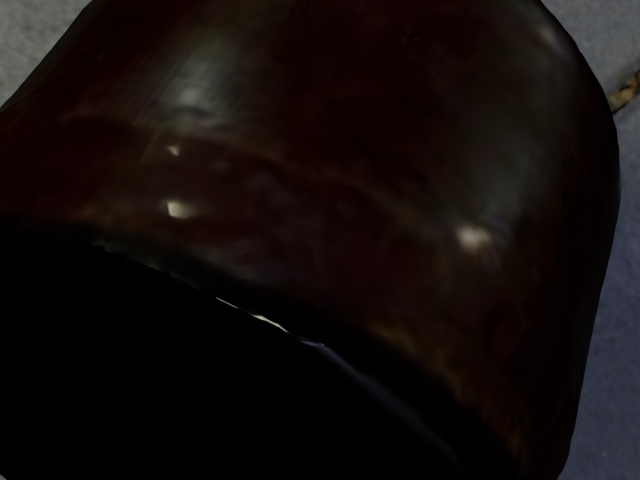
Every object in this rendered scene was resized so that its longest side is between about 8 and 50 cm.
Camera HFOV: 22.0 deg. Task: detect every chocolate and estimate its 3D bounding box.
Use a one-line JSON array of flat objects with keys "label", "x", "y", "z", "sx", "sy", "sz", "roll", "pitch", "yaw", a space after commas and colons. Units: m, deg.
[{"label": "chocolate", "x": 0.000, "y": 0.000, "z": 0.894, "sx": 0.384, "sy": 0.383, "sz": 0.331, "roll": 38, "pitch": 56, "yaw": -6}]
